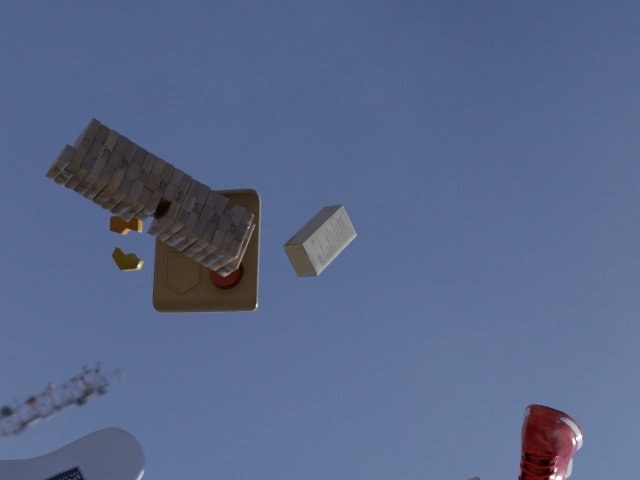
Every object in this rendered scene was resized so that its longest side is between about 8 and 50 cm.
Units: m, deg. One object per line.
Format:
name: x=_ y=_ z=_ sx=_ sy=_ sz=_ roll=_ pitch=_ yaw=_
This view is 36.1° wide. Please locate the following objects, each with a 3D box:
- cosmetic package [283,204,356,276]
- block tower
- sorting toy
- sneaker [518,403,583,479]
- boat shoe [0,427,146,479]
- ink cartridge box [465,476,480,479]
cosmetic package: x=0.000 y=0.000 z=1.480 sx=0.041 sy=0.115 sz=0.060 roll=-6 pitch=-64 yaw=42
block tower: x=-0.265 y=-0.069 z=1.589 sx=0.335 sy=0.097 sz=0.091 roll=30 pitch=-30 yaw=-19
sorting toy: x=-0.263 y=0.021 z=1.854 sx=0.307 sy=0.041 sz=0.229 roll=-2 pitch=-98 yaw=16
sneaker: x=0.309 y=0.330 z=1.371 sx=0.087 sy=0.128 sz=0.221 roll=11 pitch=-35 yaw=26
boat shoe: x=-0.346 y=0.297 z=1.125 sx=0.102 sy=0.301 sz=0.108 roll=-41 pitch=-107 yaw=39
ink cartridge box: x=0.180 y=0.441 z=1.460 sx=0.219 sy=0.160 sz=0.093 roll=75 pitch=-11 yaw=-66
